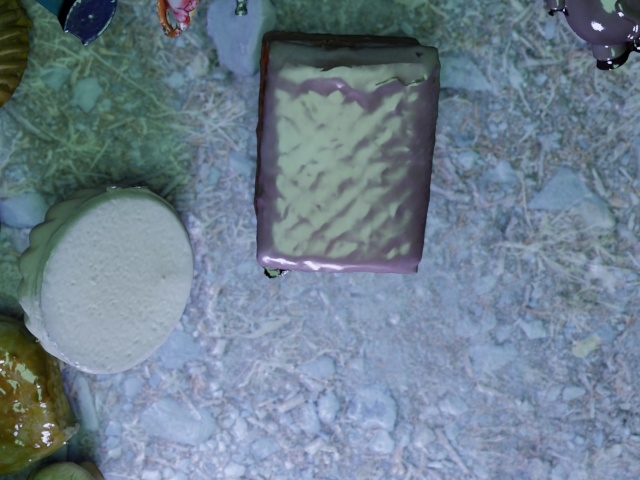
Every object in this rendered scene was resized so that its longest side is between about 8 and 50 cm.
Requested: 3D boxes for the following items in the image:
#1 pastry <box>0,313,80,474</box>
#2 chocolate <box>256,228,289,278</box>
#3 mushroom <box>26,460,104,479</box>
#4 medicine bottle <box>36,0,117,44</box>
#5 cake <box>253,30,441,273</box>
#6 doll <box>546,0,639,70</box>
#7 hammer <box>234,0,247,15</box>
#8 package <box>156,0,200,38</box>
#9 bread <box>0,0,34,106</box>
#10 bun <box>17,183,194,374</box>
[{"bbox_3d":[-0.480,0.217,1.744,0.235,0.121,0.257,-11,110,4],"label":"pastry"},{"bbox_3d":[0.000,0.000,1.749,0.182,0.028,0.086,-14,101,0],"label":"chocolate"},{"bbox_3d":[-0.371,0.384,1.805,0.148,0.112,0.148,17,130,22],"label":"mushroom"},{"bbox_3d":[-0.371,-0.359,1.560,0.258,0.124,0.079,37,105,-11],"label":"medicine bottle"},{"bbox_3d":[0.025,-0.119,1.597,0.230,0.237,0.309,5,106,-3],"label":"cake"},{"bbox_3d":[0.376,-0.360,1.607,0.182,0.117,0.257,-25,108,3],"label":"doll"},{"bbox_3d":[-0.186,-0.341,1.632,0.182,0.017,0.062,5,107,-4],"label":"hammer"},{"bbox_3d":[-0.177,-0.436,1.559,0.223,0.108,0.288,41,94,-9],"label":"package"},{"bbox_3d":[-0.501,-0.254,1.577,0.239,0.139,0.240,0,108,0],"label":"bread"},{"bbox_3d":[-0.318,0.040,1.677,0.263,0.175,0.263,-14,110,-42],"label":"bun"}]
